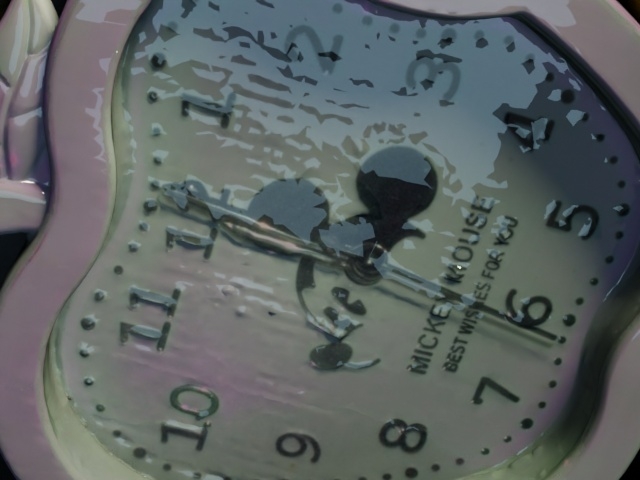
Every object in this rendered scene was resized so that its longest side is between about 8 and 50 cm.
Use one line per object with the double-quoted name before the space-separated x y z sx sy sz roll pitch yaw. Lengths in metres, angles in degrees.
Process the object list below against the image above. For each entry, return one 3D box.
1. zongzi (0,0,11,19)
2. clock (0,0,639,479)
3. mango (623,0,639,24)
"zongzi" -0.130 -0.108 0.500 0.076 0.040 0.083 16 124 33
"clock" 0.000 0.000 0.540 0.339 0.102 0.338 -1 115 -2
"mango" 0.182 -0.118 0.498 0.115 0.089 0.165 -12 124 35
